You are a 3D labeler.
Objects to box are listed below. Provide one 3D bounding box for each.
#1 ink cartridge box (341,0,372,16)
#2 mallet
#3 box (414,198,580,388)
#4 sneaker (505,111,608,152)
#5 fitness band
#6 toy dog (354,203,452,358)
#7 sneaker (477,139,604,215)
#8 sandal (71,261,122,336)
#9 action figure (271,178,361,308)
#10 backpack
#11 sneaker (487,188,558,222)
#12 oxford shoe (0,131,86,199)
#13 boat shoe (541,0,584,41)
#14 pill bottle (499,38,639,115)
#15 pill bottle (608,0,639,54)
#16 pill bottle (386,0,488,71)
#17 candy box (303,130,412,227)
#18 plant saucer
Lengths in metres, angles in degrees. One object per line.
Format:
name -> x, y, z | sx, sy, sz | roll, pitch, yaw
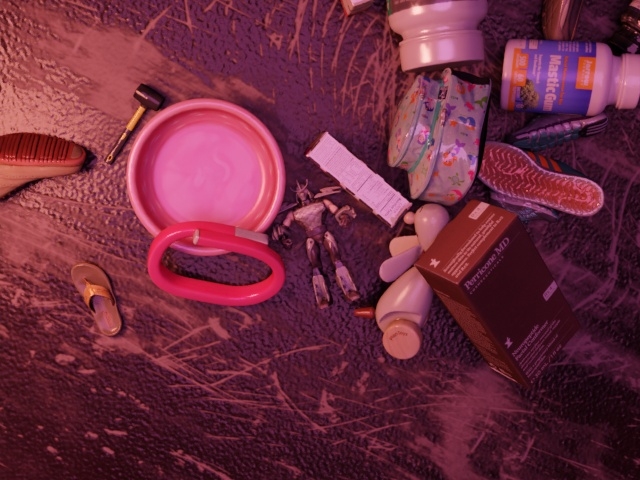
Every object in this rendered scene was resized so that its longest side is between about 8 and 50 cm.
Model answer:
ink cartridge box -> 0.070, -0.528, 1.631 | 0.056, 0.135, 0.099 | -20, 98, -2
mallet -> -0.414, -0.250, 1.687 | 0.062, 0.039, 0.189 | 41, 97, -8
box -> 0.376, 0.115, 1.631 | 0.191, 0.143, 0.381 | -48, 124, -11
sneaker -> 0.508, -0.262, 1.734 | 0.224, 0.083, 0.098 | -13, 67, 2
fitness band -> -0.215, 0.055, 1.656 | 0.291, 0.054, 0.209 | 13, 134, -20
toy dog -> 0.167, 0.078, 1.679 | 0.161, 0.220, 0.333 | 13, 93, 9
sneaker -> 0.462, -0.137, 1.719 | 0.302, 0.121, 0.108 | 24, 106, 6
sandal -> -0.485, 0.130, 1.718 | 0.072, 0.049, 0.180 | -22, 98, -1
action figure -> 0.000, 0.000, 1.710 | 0.185, 0.099, 0.284 | -19, 93, 10
backpack -> 0.242, -0.203, 1.610 | 0.191, 0.225, 0.253 | 7, 75, -9
sneaker -> 0.444, -0.063, 1.755 | 0.167, 0.065, 0.076 | 18, 112, -2
oxford shoe -> -0.667, -0.146, 1.661 | 0.349, 0.123, 0.130 | -1, 123, -5
boat shoe -> 0.566, -0.579, 1.658 | 0.130, 0.132, 0.355 | 12, 97, -5
pill bottle -> 0.518, -0.337, 1.641 | 0.272, 0.152, 0.152 | 6, 97, 13
pill bottle -> 0.722, -0.485, 1.675 | 0.123, 0.123, 0.219 | 36, 106, -7
pill bottle -> 0.231, -0.536, 1.606 | 0.204, 0.204, 0.360 | -7, 96, -3
candy box -> 0.076, -0.133, 1.667 | 0.233, 0.159, 0.071 | 40, 94, -8
plant saucer -> -0.241, -0.134, 1.685 | 0.332, 0.084, 0.332 | 0, 96, -3
